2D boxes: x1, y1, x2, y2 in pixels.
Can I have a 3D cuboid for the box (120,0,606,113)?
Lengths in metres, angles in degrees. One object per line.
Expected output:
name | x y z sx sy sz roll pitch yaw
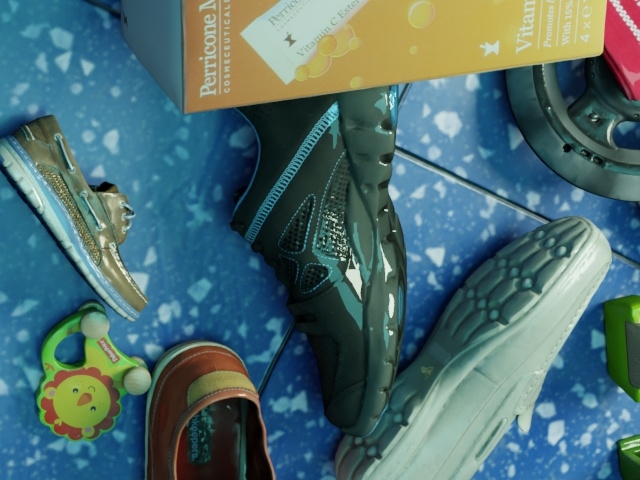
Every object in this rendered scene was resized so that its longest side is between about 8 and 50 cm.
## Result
box | 0.032 -0.243 1.273 0.345 0.168 0.215 -10 121 -19

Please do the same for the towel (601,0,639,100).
towel | 0.324 -0.264 1.424 0.275 0.031 0.199 -31 89 3

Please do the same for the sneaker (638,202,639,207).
sneaker | 0.380 -0.087 1.526 0.111 0.103 0.252 34 89 -25

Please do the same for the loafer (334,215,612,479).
loafer | 0.146 0.118 1.492 0.111 0.112 0.319 39 96 -29

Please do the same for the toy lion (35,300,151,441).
toy lion | -0.196 0.114 1.404 0.096 0.034 0.100 -34 112 -2

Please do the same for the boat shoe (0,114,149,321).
boat shoe | -0.183 -0.018 1.355 0.066 0.066 0.183 -38 112 -10

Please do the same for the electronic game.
electronic game | 0.273 -0.147 1.469 0.229 0.048 0.229 0 88 -1

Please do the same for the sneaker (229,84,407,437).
sneaker | 0.000 0.000 1.419 0.140 0.125 0.340 -2 106 6

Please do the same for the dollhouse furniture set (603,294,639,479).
dollhouse furniture set | 0.433 0.125 1.569 0.302 0.151 0.197 -12 107 -17

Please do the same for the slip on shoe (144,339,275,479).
slip on shoe | -0.091 0.251 1.437 0.123 0.101 0.331 -6 106 -21
